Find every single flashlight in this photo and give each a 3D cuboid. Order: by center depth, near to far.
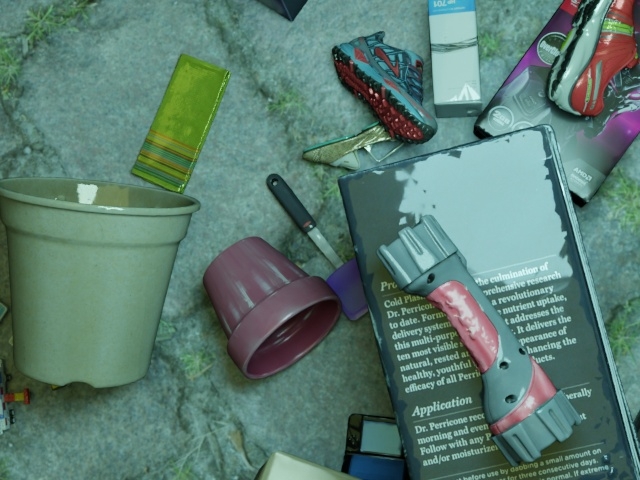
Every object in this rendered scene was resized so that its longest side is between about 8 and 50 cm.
[{"bbox_3d":[0.179,0.117,1.189,0.103,0.103,0.304,-38,83,8],"label":"flashlight"}]

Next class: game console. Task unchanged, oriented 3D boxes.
[{"bbox_3d":[0.100,0.351,1.678,0.122,0.071,0.107,6,87,7],"label":"game console"}]

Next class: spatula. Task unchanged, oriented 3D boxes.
[{"bbox_3d":[0.000,0.000,1.735,0.084,0.030,0.296,-37,82,3],"label":"spatula"}]

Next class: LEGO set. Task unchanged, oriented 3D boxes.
[{"bbox_3d":[-0.576,0.222,1.778,0.244,0.060,0.182,36,95,7],"label":"LEGO set"}]

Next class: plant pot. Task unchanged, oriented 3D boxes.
[{"bbox_3d":[-0.381,0.068,1.657,0.334,0.334,0.305,8,99,7],"label":"plant pot"},{"bbox_3d":[-0.095,0.099,1.669,0.201,0.201,0.180,-41,68,3],"label":"plant pot"}]

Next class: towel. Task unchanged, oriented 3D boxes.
[{"bbox_3d":[-0.248,-0.209,1.785,0.102,0.021,0.237,22,89,7],"label":"towel"}]

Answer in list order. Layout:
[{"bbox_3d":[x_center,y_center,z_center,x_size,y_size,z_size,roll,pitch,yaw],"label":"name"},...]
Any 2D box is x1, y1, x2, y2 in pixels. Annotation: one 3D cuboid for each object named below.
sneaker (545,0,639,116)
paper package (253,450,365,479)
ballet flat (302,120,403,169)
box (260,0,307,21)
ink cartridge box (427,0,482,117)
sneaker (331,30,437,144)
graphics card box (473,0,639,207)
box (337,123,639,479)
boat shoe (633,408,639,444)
[{"bbox_3d":[0.461,-0.324,1.590,0.118,0.107,0.279,27,92,-10],"label":"sneaker"},{"bbox_3d":[-0.002,0.534,1.566,0.310,0.168,0.324,21,68,-2],"label":"paper package"},{"bbox_3d":[0.072,-0.160,1.720,0.206,0.073,0.067,-21,92,7],"label":"ballet flat"},{"bbox_3d":[-0.134,-0.544,1.655,0.294,0.296,0.182,34,90,8],"label":"box"},{"bbox_3d":[0.225,-0.310,1.674,0.082,0.139,0.190,-2,86,8],"label":"ink cartridge box"},{"bbox_3d":[0.129,-0.270,1.670,0.125,0.104,0.262,-30,56,-12],"label":"sneaker"},{"bbox_3d":[0.452,-0.269,1.669,0.233,0.094,0.371,37,92,8],"label":"graphics card box"},{"bbox_3d":[0.239,0.123,1.471,0.298,0.480,0.471,-13,84,7],"label":"box"},{"bbox_3d":[0.541,0.236,1.579,0.096,0.112,0.335,13,110,18],"label":"boat shoe"}]
